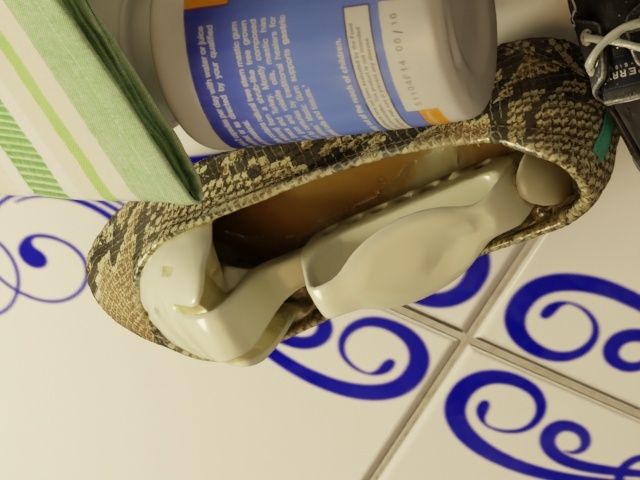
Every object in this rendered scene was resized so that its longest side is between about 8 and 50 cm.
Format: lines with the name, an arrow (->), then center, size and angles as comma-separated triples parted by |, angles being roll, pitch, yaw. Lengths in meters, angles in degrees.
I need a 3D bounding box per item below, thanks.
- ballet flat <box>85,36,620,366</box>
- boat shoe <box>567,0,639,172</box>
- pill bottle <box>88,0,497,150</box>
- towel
ballet flat -> 0.000, 0.000, 1.482 | 0.482, 0.182, 0.164 | -23, 121, 26
boat shoe -> 0.224, -0.130, 1.355 | 0.108, 0.102, 0.301 | -10, 116, 41
pill bottle -> -0.025, -0.144, 1.390 | 0.272, 0.152, 0.152 | -6, 126, 20
towel -> -0.257, -0.125, 1.416 | 0.324, 0.038, 0.248 | 3, 137, 38
